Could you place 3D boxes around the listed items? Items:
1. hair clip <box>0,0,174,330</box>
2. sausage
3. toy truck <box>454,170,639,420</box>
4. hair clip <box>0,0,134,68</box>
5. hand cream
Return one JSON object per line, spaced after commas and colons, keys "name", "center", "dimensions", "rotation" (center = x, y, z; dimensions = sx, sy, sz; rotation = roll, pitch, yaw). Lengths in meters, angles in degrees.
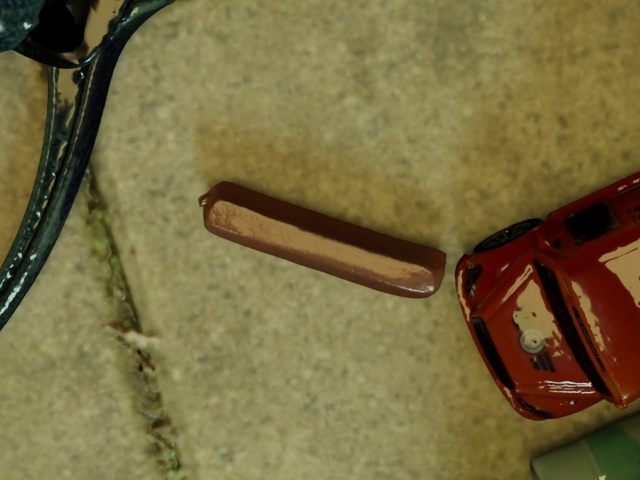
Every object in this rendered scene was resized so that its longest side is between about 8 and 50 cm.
{"name": "hair clip", "center": [-0.166, -0.028, 0.938], "dimensions": [0.083, 0.048, 0.275], "rotation": [20, 102, -3]}
{"name": "sausage", "center": [0.000, 0.000, 0.934], "dimensions": [0.147, 0.035, 0.030], "rotation": [18, 70, 3]}
{"name": "toy truck", "center": [0.200, 0.012, 0.879], "dimensions": [0.252, 0.114, 0.107], "rotation": [-26, 99, 8]}
{"name": "hair clip", "center": [-0.248, -0.187, 0.829], "dimensions": [0.206, 0.194, 0.310], "rotation": [-46, 78, 16]}
{"name": "hand cream", "center": [0.209, 0.118, 0.938], "dimensions": [0.174, 0.047, 0.076], "rotation": [-18, 97, -1]}
